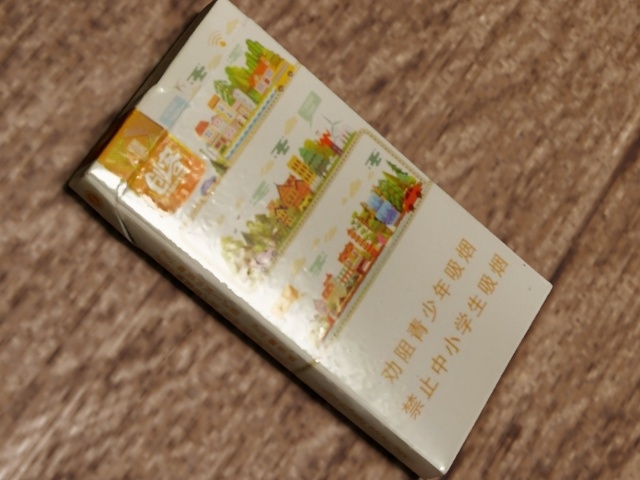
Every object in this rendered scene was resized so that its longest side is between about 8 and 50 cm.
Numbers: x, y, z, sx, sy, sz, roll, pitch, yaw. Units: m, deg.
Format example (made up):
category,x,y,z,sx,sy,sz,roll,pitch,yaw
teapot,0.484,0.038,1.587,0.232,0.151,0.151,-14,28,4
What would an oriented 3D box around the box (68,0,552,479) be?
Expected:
category,x,y,z,sx,sy,sz,roll,pitch,yaw
box,0.000,0.000,0.903,0.220,0.032,0.122,41,62,-13
